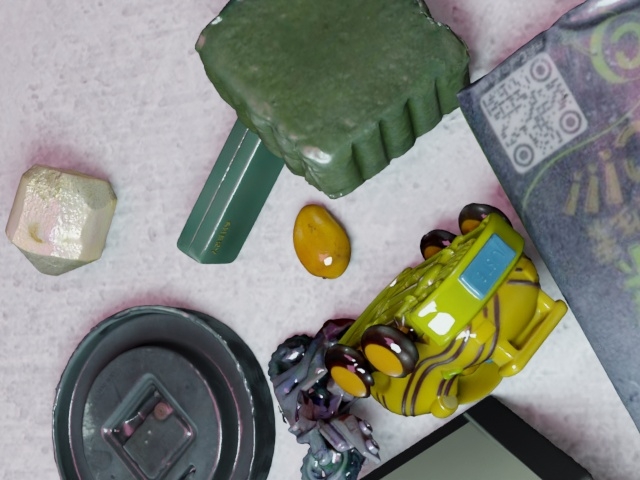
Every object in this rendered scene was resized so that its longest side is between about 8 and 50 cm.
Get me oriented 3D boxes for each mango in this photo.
[{"bbox_3d":[0.000,0.000,1.602,0.060,0.046,0.089,-31,61,23],"label":"mango"}]

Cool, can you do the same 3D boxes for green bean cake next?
[{"bbox_3d":[0.015,-0.183,1.520,0.222,0.125,0.227,-40,71,-5],"label":"green bean cake"}]

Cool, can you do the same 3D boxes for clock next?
[{"bbox_3d":[-0.175,0.210,1.685,0.281,0.055,0.280,-1,87,29],"label":"clock"}]

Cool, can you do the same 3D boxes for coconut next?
[{"bbox_3d":[-0.299,-0.020,1.733,0.116,0.116,0.122,16,95,29],"label":"coconut"}]

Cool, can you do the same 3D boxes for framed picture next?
[{"bbox_3d":[0.058,0.268,1.378,0.347,0.265,0.016,-31,105,-7],"label":"framed picture"}]

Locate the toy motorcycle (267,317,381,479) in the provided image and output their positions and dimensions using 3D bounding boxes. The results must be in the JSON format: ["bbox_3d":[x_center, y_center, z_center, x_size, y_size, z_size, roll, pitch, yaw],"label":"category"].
[{"bbox_3d":[0.015,0.161,1.546,0.122,0.082,0.213,-42,40,18],"label":"toy motorcycle"}]

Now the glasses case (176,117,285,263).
[{"bbox_3d":[-0.086,-0.061,1.631,0.039,0.078,0.184,33,104,23],"label":"glasses case"}]

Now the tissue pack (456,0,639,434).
[{"bbox_3d":[0.332,-0.041,1.369,0.288,0.124,0.394,-35,72,26],"label":"tissue pack"}]

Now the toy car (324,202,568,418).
[{"bbox_3d":[0.124,0.084,1.438,0.142,0.200,0.248,44,153,-4],"label":"toy car"}]
